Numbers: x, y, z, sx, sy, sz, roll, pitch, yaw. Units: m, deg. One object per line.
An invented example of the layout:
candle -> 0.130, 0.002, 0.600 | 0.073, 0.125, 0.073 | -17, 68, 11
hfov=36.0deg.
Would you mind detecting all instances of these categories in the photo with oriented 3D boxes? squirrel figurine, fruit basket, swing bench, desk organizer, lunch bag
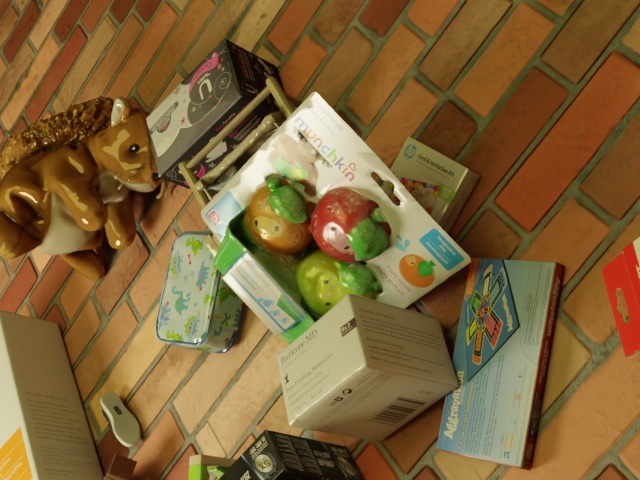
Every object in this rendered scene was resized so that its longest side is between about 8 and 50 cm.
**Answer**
squirrel figurine -> -0.485, -0.167, 2.049 | 0.370, 0.281, 0.397 | -41, 52, 17
fruit basket -> 0.000, 0.000, 1.469 | 0.165, 0.327, 0.353 | -45, 3, -41
swing bench -> -0.081, -0.091, 1.693 | 0.253, 0.165, 0.254 | -41, 50, 25
desk organizer -> -0.379, 0.439, 1.820 | 0.130, 0.047, 0.050 | -50, 19, 56
lunch bag -> -0.216, 0.092, 1.806 | 0.176, 0.090, 0.218 | -1, 74, 43

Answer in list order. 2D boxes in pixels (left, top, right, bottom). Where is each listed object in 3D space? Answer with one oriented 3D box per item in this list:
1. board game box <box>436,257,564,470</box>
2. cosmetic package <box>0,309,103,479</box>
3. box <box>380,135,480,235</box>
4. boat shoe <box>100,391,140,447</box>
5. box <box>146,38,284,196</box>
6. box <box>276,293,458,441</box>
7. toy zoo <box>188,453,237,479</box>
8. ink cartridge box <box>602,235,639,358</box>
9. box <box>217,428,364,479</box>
board game box -> 0.249, 0.165, 1.370 | 0.145, 0.027, 0.281 | 3, 77, 44
cosmetic package -> -0.618, 0.389, 2.035 | 0.230, 0.162, 0.453 | -48, 47, 20
box -> 0.149, -0.052, 1.544 | 0.145, 0.038, 0.186 | 37, 100, 45
boat shoe -> -0.388, 0.354, 1.913 | 0.142, 0.049, 0.040 | 49, 143, 41
box -> -0.198, -0.231, 1.875 | 0.247, 0.142, 0.163 | -38, 52, 27
box -> 0.065, 0.187, 1.412 | 0.181, 0.182, 0.119 | -44, 44, 34
toy zoo -> -0.123, 0.483, 1.492 | 0.030, 0.192, 0.293 | -20, 62, 39
ink cartridge box -> 0.442, 0.041, 1.158 | 0.231, 0.078, 0.134 | 128, 140, -54
box -> -0.049, 0.370, 1.471 | 0.147, 0.180, 0.077 | -48, 46, 19
